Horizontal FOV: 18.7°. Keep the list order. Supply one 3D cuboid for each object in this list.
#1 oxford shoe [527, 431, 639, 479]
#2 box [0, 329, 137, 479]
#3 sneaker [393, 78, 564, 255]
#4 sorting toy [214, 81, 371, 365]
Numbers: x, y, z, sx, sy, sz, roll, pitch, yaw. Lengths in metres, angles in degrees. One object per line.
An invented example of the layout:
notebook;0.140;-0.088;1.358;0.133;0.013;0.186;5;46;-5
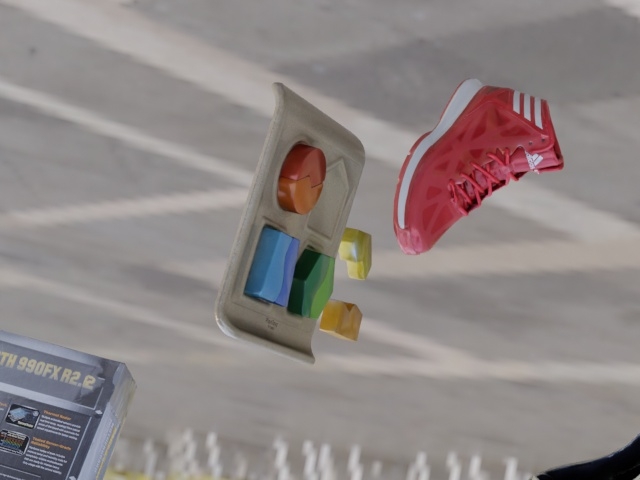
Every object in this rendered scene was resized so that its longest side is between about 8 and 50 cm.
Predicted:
oxford shoe;0.185;0.268;1.617;0.146;0.397;0.140;53;-175;-12
box;-0.287;0.159;1.555;0.231;0.183;0.056;14;155;12
sneaker;0.165;-0.073;1.943;0.128;0.221;0.087;9;148;30
sorting toy;0.000;0.000;1.808;0.041;0.229;0.307;10;173;23
